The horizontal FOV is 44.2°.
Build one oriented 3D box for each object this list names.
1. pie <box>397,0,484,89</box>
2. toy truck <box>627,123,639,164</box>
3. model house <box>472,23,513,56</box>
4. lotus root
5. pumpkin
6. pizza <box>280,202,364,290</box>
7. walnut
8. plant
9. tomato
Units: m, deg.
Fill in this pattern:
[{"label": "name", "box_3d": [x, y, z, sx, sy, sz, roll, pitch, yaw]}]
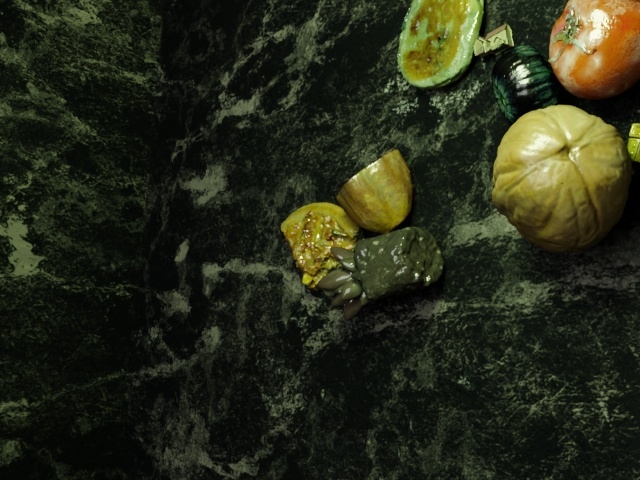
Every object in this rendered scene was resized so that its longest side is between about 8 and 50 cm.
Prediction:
[{"label": "pie", "box_3d": [0.304, -0.528, 2.010, 0.302, 0.066, 0.303, -12, 74, 49]}, {"label": "toy truck", "box_3d": [0.637, -0.193, 1.565, 0.049, 0.054, 0.083, 22, 100, 49]}, {"label": "model house", "box_3d": [0.411, -0.477, 1.883, 0.083, 0.057, 0.058, -20, 73, 48]}, {"label": "lotus root", "box_3d": [0.165, -0.114, 2.056, 0.180, 0.199, 0.188, 52, 168, 6]}, {"label": "pumpkin", "box_3d": [0.453, -0.327, 1.711, 0.140, 0.202, 0.202, -24, 59, 5]}, {"label": "pizza", "box_3d": [-0.004, -0.032, 2.281, 0.258, 0.087, 0.268, -50, 47, 28]}, {"label": "walnut", "box_3d": [0.473, -0.118, 1.570, 0.277, 0.313, 0.252, 35, 82, 13]}, {"label": "plant", "box_3d": [0.150, 0.086, 1.999, 0.320, 0.181, 0.194, -24, 71, 47]}, {"label": "tomato", "box_3d": [0.569, -0.392, 1.578, 0.232, 0.188, 0.232, -172, 90, -80]}]
